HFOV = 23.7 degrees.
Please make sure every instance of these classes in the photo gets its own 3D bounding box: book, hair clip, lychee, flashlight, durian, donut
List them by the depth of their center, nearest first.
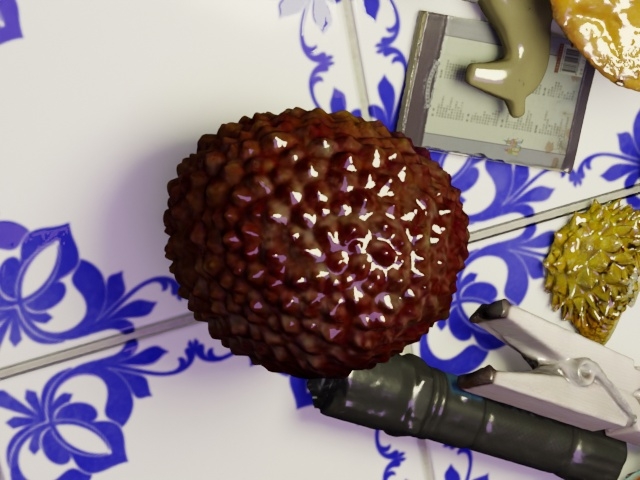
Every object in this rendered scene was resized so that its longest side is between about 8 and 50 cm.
[{"bbox_3d":[0.000,0.000,1.594,0.330,0.306,0.306,36,91,-17],"label":"lychee"},{"bbox_3d":[0.370,-0.298,1.639,0.278,0.108,0.277,0,106,0],"label":"donut"},{"bbox_3d":[0.205,-0.170,1.766,0.231,0.026,0.157,8,99,-21],"label":"book"},{"bbox_3d":[0.316,0.172,1.819,0.331,0.085,0.101,22,64,-25],"label":"hair clip"},{"bbox_3d":[0.186,0.213,1.830,0.424,0.103,0.103,19,98,-24],"label":"flashlight"},{"bbox_3d":[0.342,0.065,1.846,0.140,0.078,0.224,-5,110,-20],"label":"durian"}]

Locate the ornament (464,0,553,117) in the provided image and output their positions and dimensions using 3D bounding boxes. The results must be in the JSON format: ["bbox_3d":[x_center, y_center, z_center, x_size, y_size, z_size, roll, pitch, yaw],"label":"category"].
[{"bbox_3d":[0.231,-0.283,1.710,0.230,0.061,0.245,-34,110,-14],"label":"ornament"}]

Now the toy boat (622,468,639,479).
[{"bbox_3d":[0.502,0.310,1.949,0.332,0.133,0.145,-21,94,-25],"label":"toy boat"}]

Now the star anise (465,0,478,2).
[{"bbox_3d":[0.185,-0.370,1.554,0.359,0.316,0.139,-40,155,26],"label":"star anise"}]
